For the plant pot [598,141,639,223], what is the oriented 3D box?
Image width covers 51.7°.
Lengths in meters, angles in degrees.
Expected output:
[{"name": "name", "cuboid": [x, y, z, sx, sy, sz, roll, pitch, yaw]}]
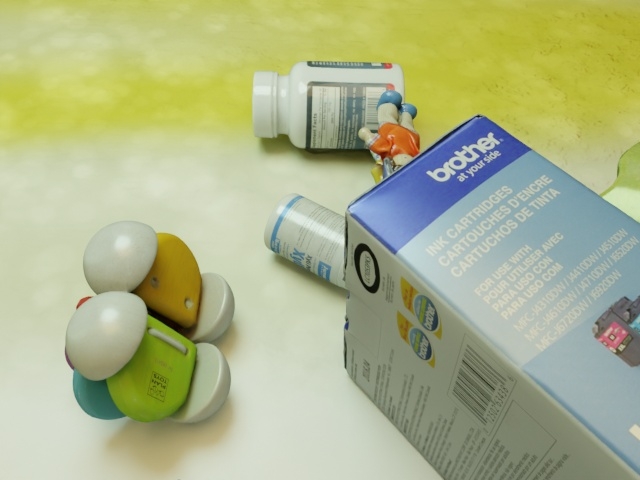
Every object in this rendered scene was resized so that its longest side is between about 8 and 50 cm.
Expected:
[{"name": "plant pot", "cuboid": [0.380, 0.032, 0.605, 0.254, 0.276, 0.276, 31, 55, 33]}]

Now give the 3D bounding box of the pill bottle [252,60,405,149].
[{"name": "pill bottle", "cuboid": [0.008, -0.167, 0.820, 0.180, 0.108, 0.108, 1, 51, -2]}]

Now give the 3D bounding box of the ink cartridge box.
[{"name": "ink cartridge box", "cuboid": [0.155, 0.096, 0.508, 0.151, 0.270, 0.395, -36, 61, -22]}]

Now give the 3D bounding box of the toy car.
[{"name": "toy car", "cuboid": [-0.170, 0.083, 0.604, 0.136, 0.159, 0.182, -23, 48, 23]}]

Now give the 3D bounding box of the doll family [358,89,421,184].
[{"name": "doll family", "cuboid": [0.140, -0.039, 0.734, 0.263, 0.118, 0.163, 20, 42, -17]}]

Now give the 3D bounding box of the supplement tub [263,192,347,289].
[{"name": "supplement tub", "cuboid": [0.000, 0.000, 0.709, 0.107, 0.071, 0.071, 27, 55, 19]}]

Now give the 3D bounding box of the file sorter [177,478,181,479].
[{"name": "file sorter", "cuboid": [-0.123, 0.275, 0.463, 0.118, 0.104, 0.170, 38, 58, 23]}]
